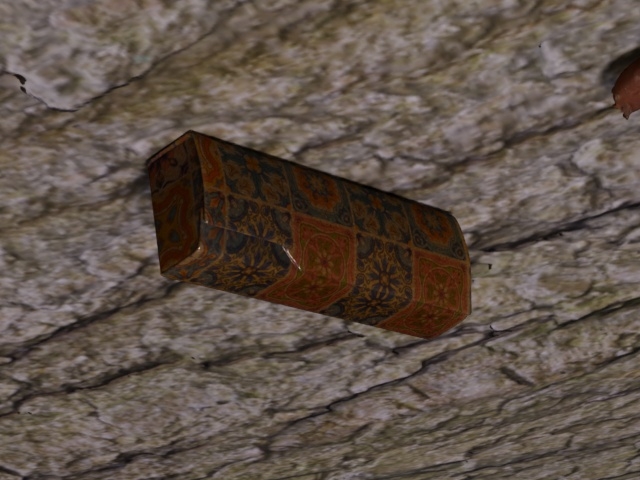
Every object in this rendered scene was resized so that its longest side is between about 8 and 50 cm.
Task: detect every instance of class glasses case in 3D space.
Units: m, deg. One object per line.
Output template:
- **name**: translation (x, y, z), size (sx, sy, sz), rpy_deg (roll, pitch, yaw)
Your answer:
- **glasses case**: translation (0.000, 0.000, 0.935), size (0.218, 0.075, 0.049), rpy_deg (16, 143, -41)

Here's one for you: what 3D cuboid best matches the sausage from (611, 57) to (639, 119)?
- **sausage**: translation (0.233, -0.099, 0.844), size (0.158, 0.036, 0.042), rpy_deg (-15, 120, 13)
